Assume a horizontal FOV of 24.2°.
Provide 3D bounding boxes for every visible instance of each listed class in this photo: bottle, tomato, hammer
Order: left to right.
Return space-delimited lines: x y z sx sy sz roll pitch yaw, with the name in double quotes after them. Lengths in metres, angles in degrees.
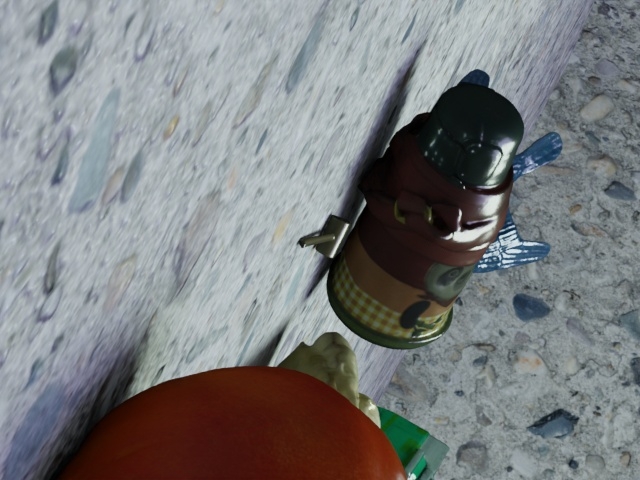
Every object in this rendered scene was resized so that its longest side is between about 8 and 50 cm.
-0.048 0.195 0.873 0.260 0.180 0.260 1 89 -50 "tomato"
0.000 0.000 1.289 0.035 0.019 0.110 -64 170 10 "hammer"
0.100 -0.025 1.402 0.156 0.143 0.271 -91 -161 -47 "bottle"

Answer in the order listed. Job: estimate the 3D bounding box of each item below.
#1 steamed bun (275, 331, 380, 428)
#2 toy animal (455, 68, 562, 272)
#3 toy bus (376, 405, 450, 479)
-0.043 0.285 1.286 0.247 0.189 0.428 -29 -162 18 "steamed bun"
0.170 -0.056 1.695 0.255 0.239 0.176 -22 -157 -1 "toy animal"
0.007 0.371 1.909 0.183 0.199 0.344 -45 161 -56 "toy bus"
